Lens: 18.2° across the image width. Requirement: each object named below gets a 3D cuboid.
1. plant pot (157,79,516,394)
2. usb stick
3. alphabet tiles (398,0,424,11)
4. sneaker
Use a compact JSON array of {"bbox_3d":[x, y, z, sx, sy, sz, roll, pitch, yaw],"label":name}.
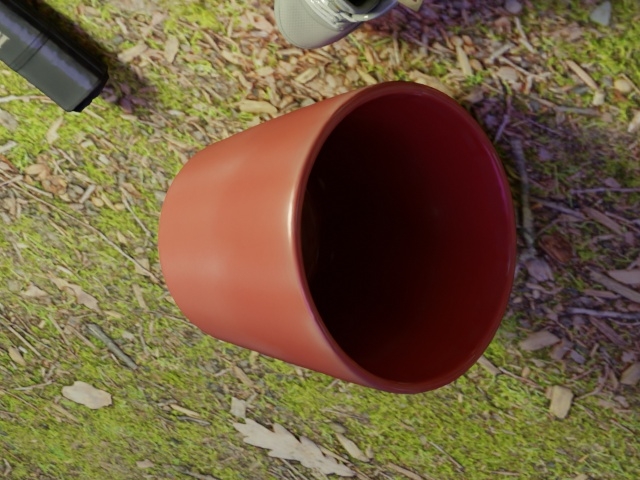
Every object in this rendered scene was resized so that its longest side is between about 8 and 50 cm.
[{"bbox_3d":[0.000,0.000,1.807,0.243,0.275,0.275,-2,138,48],"label":"plant pot"},{"bbox_3d":[-0.321,-0.221,1.895,0.278,0.045,0.077,38,145,-16],"label":"usb stick"},{"bbox_3d":[0.012,-0.261,1.410,0.198,0.009,0.237,30,158,-1],"label":"alphabet tiles"},{"bbox_3d":[0.021,-0.214,1.610,0.099,0.121,0.262,34,145,-10],"label":"sneaker"}]
